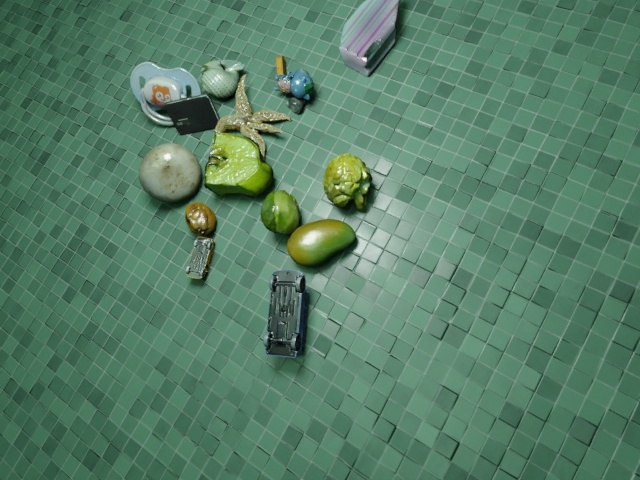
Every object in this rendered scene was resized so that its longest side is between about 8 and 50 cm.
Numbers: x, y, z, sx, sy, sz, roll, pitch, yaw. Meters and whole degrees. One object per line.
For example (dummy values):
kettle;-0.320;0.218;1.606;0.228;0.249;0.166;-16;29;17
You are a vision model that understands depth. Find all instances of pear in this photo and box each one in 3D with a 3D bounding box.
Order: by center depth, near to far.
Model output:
pear;-0.305;-0.296;1.705;0.255;0.164;0.239;2;73;12

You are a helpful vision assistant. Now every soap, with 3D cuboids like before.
soap;0.211;-0.849;1.747;0.192;0.109;0.324;36;87;19

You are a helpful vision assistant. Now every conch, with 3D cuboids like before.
conch;-0.416;-0.683;1.854;0.199;0.131;0.172;-20;42;-20

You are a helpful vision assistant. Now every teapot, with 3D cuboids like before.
teapot;-0.100;-0.564;1.781;0.087;0.066;0.057;26;62;41

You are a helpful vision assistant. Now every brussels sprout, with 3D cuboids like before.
brussels sprout;-0.145;-0.092;1.594;0.131;0.183;0.146;-15;51;14

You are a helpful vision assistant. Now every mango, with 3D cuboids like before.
mango;0.000;0.000;1.571;0.250;0.114;0.157;-25;67;7

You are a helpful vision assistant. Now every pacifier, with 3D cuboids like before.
pacifier;-0.659;-0.665;1.898;0.299;0.244;0.233;10;45;-5

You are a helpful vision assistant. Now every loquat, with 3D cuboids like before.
loquat;-0.473;-0.082;1.707;0.112;0.137;0.137;-22;71;3

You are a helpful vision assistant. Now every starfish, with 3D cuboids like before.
starfish;-0.262;-0.494;1.788;0.293;0.084;0.302;28;87;15

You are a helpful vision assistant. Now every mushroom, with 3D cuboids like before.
mushroom;-0.612;-0.284;1.773;0.243;0.243;0.244;-4;75;13

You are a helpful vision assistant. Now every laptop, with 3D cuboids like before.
laptop;-0.539;-0.532;1.838;0.206;0.154;0.026;-7;45;12

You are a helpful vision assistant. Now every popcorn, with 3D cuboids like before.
popcorn;0.105;-0.206;1.581;0.212;0.198;0.198;39;87;-6

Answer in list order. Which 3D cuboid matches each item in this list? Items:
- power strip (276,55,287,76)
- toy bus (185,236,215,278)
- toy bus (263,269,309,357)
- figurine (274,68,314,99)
power strip;-0.161;-0.699;1.833;0.028;0.049;0.178;-12;73;17
toy bus;-0.464;0.072;1.691;0.069;0.074;0.162;11;76;9
toy bus;-0.110;0.255;1.523;0.125;0.133;0.293;0;78;20
figurine;-0.098;-0.639;1.747;0.178;0.114;0.144;14;40;26
